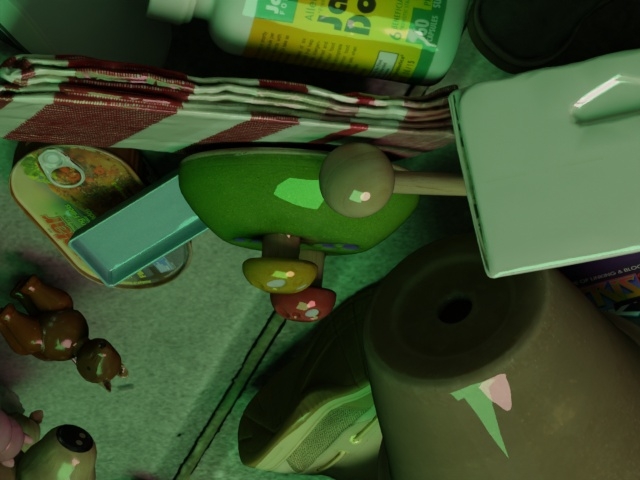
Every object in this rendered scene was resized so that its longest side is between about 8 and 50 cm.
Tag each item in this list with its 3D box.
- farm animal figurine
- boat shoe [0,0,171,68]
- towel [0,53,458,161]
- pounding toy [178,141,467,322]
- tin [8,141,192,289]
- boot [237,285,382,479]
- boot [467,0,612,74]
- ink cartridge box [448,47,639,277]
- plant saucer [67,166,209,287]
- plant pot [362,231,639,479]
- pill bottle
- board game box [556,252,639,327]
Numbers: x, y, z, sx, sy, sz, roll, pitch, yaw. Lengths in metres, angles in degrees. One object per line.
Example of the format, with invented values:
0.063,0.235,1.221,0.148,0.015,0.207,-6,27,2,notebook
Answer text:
-0.279,0.211,1.654,0.172,0.330,0.327,40,136,-11,farm animal figurine
-0.229,-0.191,1.363,0.102,0.108,0.301,10,169,44,boat shoe
-0.081,-0.088,1.403,0.329,0.037,0.237,4,175,-17,towel
0.000,0.000,1.462,0.183,0.110,0.237,12,169,-43,pounding toy
-0.176,-0.028,1.607,0.106,0.040,0.190,-19,137,17,tin
0.077,0.147,1.773,0.203,0.095,0.262,23,130,-31,boot
0.195,-0.216,1.279,0.076,0.189,0.208,43,141,2,boot
0.233,-0.062,1.361,0.226,0.131,0.306,-12,-179,17,ink cartridge box
-0.105,-0.032,1.571,0.192,0.018,0.067,-31,134,7,plant saucer
0.144,0.117,1.530,0.263,0.263,0.229,-14,136,17,plant pot
-0.010,-0.177,1.354,0.208,0.118,0.117,9,140,-9,pill bottle
0.234,0.039,1.672,0.170,0.048,0.141,-16,139,19,board game box
